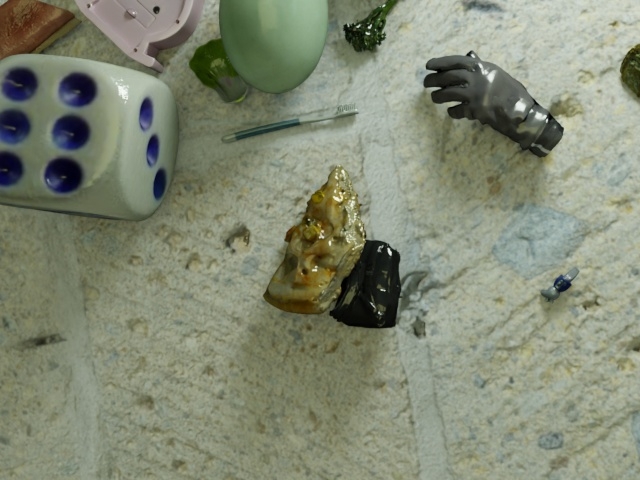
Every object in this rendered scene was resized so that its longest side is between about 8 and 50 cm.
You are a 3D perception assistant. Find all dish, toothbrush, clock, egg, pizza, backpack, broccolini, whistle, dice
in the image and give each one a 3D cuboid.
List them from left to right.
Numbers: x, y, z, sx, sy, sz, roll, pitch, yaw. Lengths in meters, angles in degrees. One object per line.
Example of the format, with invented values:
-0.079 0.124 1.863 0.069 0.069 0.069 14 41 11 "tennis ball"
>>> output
-0.451 -0.181 1.774 0.304 0.304 0.276 10 90 10 "dice"
-0.350 -0.518 1.884 0.290 0.080 0.275 40 94 7 "clock"
-0.190 -0.323 1.872 0.091 0.039 0.137 -34 84 1 "dish"
-0.087 -0.413 1.775 0.203 0.203 0.282 -3 93 9 "egg"
-0.061 -0.228 1.857 0.276 0.019 0.025 -11 81 8 "toothbrush"
0.000 0.000 1.784 0.189 0.071 0.297 21 82 50 "pizza"
0.096 0.085 1.780 0.120 0.106 0.165 7 72 30 "backpack"
0.144 -0.462 1.818 0.071 0.057 0.254 36 99 -34 "broccolini"
0.441 0.080 1.764 0.083 0.029 0.033 -45 67 12 "whistle"

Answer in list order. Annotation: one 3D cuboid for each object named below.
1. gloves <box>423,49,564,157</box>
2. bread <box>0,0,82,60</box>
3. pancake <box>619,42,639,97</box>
0.319 -0.260 1.765 0.285 0.119 0.142 27 61 12 "gloves"
-0.584 -0.430 1.923 0.192 0.067 0.119 -32 92 8 "bread"
0.596 -0.309 1.737 0.108 0.017 0.108 10 111 28 "pancake"
